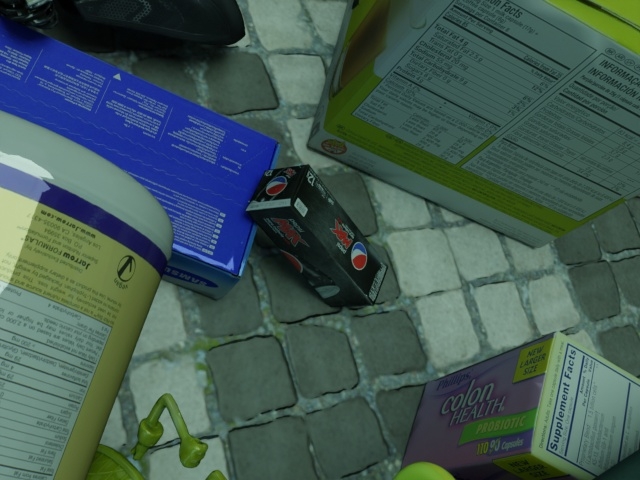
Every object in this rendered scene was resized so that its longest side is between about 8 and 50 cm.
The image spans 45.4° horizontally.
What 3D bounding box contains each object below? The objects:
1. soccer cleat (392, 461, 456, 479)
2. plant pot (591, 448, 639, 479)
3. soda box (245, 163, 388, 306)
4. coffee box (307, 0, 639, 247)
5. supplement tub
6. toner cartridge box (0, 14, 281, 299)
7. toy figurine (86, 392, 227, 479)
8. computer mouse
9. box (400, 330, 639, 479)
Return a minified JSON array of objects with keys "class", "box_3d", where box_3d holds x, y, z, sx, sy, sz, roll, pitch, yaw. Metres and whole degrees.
[{"class":"soccer cleat","box_3d":[0.149,0.308,0.625,0.121,0.093,0.289,-16,72,-54]},{"class":"plant pot","box_3d":[0.278,0.249,0.458,0.334,0.341,0.341,-22,79,-33]},{"class":"soda box","box_3d":[0.000,0.000,0.767,0.169,0.060,0.053,51,48,-38]},{"class":"coffee box","box_3d":[0.234,-0.247,0.875,0.338,0.334,0.337,23,60,-16]},{"class":"supplement tub","box_3d":[-0.260,0.095,0.511,0.241,0.241,0.331,23,73,-16]},{"class":"toner cartridge box","box_3d":[-0.223,-0.084,0.728,0.348,0.075,0.165,23,61,-16]},{"class":"toy figurine","box_3d":[-0.123,0.310,0.493,0.362,0.191,0.217,55,34,10]},{"class":"computer mouse","box_3d":[-0.196,-0.260,0.784,0.272,0.072,0.188,0,30,-33]},{"class":"box","box_3d":[0.242,0.218,0.742,0.243,0.213,0.117,31,59,-12]}]
